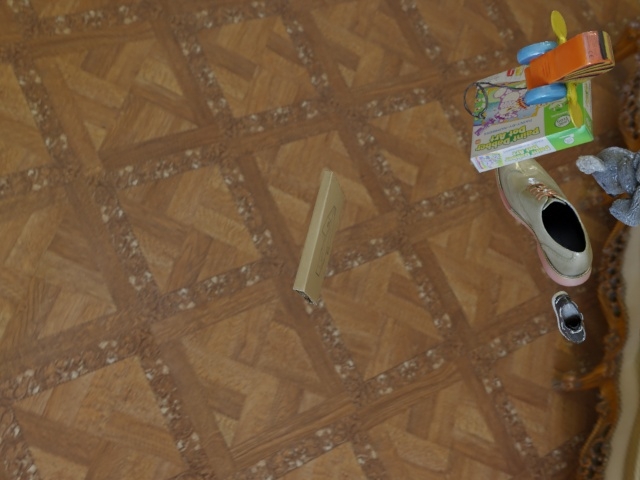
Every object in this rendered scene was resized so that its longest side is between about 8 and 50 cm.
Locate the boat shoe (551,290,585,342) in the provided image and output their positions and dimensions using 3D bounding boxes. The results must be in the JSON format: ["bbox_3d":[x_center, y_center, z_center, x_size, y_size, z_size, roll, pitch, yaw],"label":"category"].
[{"bbox_3d":[0.466,0.149,1.440,0.046,0.038,0.125,-26,119,2],"label":"boat shoe"}]

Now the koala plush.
[{"bbox_3d":[0.780,-0.173,1.968,0.196,0.221,0.203,-10,117,-28],"label":"koala plush"}]

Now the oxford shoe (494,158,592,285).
[{"bbox_3d":[0.540,-0.090,1.855,0.140,0.146,0.397,-22,59,-6],"label":"oxford shoe"}]

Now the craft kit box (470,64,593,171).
[{"bbox_3d":[0.451,-0.282,1.668,0.061,0.250,0.246,43,44,-40],"label":"craft kit box"}]

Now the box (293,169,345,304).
[{"bbox_3d":[0.000,0.000,1.303,0.021,0.164,0.201,13,80,10],"label":"box"}]

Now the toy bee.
[{"bbox_3d":[0.412,-0.302,1.365,0.162,0.298,0.195,-9,108,-29],"label":"toy bee"}]
